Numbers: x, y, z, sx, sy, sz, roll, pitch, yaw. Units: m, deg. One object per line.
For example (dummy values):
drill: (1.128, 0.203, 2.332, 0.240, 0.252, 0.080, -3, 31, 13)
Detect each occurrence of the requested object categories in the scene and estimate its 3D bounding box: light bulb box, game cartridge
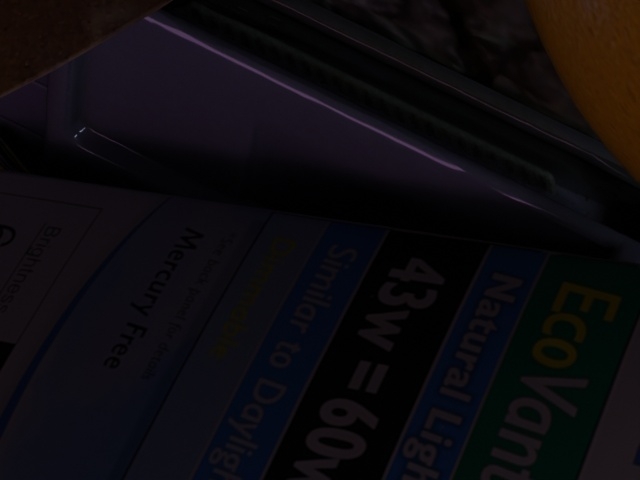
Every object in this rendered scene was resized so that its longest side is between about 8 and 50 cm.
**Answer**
light bulb box: (-0.025, 0.191, 0.672, 0.361, 0.358, 0.225, 8, 145, 27)
game cartridge: (0.000, 0.000, 0.778, 0.355, 0.068, 0.230, 26, 144, 7)

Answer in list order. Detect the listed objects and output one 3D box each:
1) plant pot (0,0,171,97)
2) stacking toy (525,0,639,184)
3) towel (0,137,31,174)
plant pot: (-0.151, -0.176, 0.523, 0.237, 0.237, 0.254, -5, 120, 43)
stacking toy: (0.152, -0.075, 0.375, 0.480, 0.350, 0.350, 29, 152, 31)
towel: (-0.145, -0.018, 0.814, 0.083, 0.009, 0.060, -10, 125, 52)
